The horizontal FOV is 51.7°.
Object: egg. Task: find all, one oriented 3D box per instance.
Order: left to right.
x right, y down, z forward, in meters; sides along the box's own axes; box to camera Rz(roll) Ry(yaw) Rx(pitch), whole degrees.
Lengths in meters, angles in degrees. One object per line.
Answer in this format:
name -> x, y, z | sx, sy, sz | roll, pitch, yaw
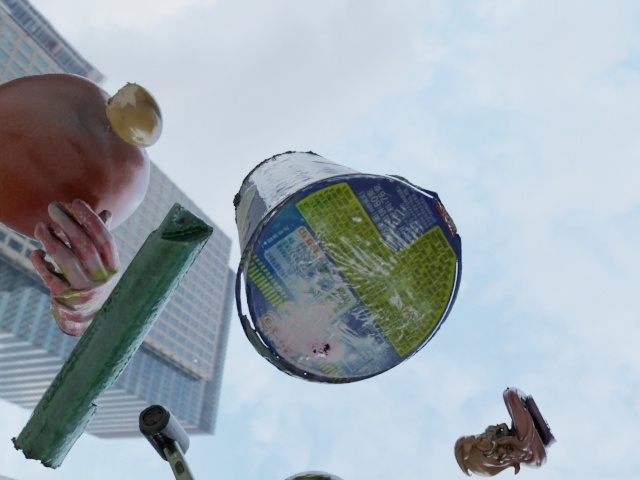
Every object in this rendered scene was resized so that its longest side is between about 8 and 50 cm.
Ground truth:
egg -> -0.276, -0.185, 0.994 | 0.080, 0.096, 0.080 | -20, -140, 19

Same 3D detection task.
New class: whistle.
whistle -> -0.136, 0.060, 0.441 | 0.039, 0.039, 0.186 | 27, -98, 36

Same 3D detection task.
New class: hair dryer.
hair dryer -> -0.224, 0.354, 1.047 | 0.057, 0.100, 0.198 | -32, -134, -13

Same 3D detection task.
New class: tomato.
tomato -> -0.481, -0.168, 1.244 | 0.273, 0.341, 0.341 | -34, -134, 38

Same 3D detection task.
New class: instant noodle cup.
instant noodle cup -> 0.000, 0.000, 0.917 | 0.284, 0.284, 0.312 | -38, -155, 0

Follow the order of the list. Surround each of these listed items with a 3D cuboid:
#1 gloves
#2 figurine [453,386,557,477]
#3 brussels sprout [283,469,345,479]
gloves -> -0.398, 0.043, 1.110 | 0.145, 0.241, 0.126 | -21, -127, -39
figurine -> 0.279, 0.301, 0.983 | 0.157, 0.126, 0.114 | -42, -123, -7
brussels sprout -> -0.010, 0.339, 0.752 | 0.155, 0.117, 0.155 | -1, -93, 18
